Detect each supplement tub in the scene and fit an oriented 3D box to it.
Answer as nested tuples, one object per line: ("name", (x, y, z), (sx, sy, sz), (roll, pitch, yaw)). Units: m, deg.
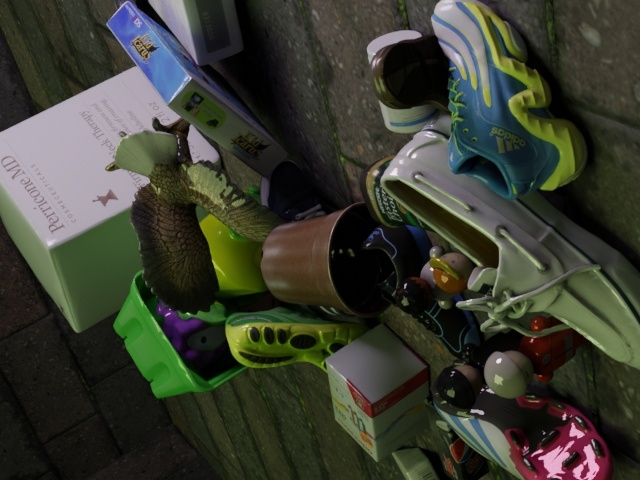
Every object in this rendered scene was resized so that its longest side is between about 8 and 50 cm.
("supplement tub", (0.100, -0.190, 1.229), (0.071, 0.071, 0.107), (32, 146, 51))

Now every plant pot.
("plant pot", (0.010, 0.032, 1.530), (0.165, 0.167, 0.167), (-4, 116, 44))

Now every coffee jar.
("coffee jar", (0.125, -0.062, 1.333), (0.184, 0.079, 0.096), (10, 127, 64))

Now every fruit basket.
("fruit basket", (-0.159, 0.087, 1.871), (0.283, 0.392, 0.392), (58, 159, 4))

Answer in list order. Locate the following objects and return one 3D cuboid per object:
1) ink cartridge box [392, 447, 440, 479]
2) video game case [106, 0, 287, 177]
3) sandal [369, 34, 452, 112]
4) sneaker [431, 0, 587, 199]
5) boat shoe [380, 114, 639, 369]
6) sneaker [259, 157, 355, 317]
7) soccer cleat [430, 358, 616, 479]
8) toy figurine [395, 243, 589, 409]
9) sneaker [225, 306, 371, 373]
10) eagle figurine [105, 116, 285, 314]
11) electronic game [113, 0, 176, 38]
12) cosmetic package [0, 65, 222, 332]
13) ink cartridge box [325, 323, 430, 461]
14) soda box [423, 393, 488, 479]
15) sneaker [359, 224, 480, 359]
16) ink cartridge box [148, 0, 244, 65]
("ink cartridge box", (0.204, 0.474, 1.944), (0.181, 0.056, 0.225), (61, 178, -5))
("video game case", (-0.198, -0.245, 1.647), (0.244, 0.061, 0.269), (36, -168, -48))
("sandal", (0.097, -0.171, 1.107), (0.060, 0.219, 0.090), (-14, 95, 30))
("sneaker", (0.166, -0.144, 1.059), (0.240, 0.126, 0.091), (54, 158, 14))
("boat shoe", (0.207, 0.033, 1.107), (0.367, 0.156, 0.136), (45, 161, 7))
("sneaker", (0.000, 0.000, 1.680), (0.153, 0.099, 0.282), (14, 126, 53))
("soccer cleat", (0.287, 0.271, 1.398), (0.331, 0.116, 0.143), (31, 164, 53))
("toy figurine", (0.200, 0.095, 1.272), (0.209, 0.148, 0.213), (59, 160, 1))
("sneaker", (-0.029, 0.161, 1.768), (0.123, 0.296, 0.109), (48, 121, 52))
("eagle figurine", (-0.200, -0.055, 1.649), (0.298, 0.225, 0.226), (64, 151, 10))
("electronic game", (-0.304, -0.364, 1.831), (0.229, 0.048, 0.229), (60, -171, -16))
("cosmetic package", (-0.447, -0.087, 2.163), (0.329, 0.394, 0.327), (48, 156, 27))
("ink cartridge box", (0.101, 0.262, 1.753), (0.128, 0.127, 0.176), (41, 154, 38))
("soda box", (0.221, 0.319, 1.660), (0.060, 0.053, 0.169), (29, 145, 53))
("sneaker", (0.140, 0.080, 1.470), (0.232, 0.090, 0.081), (60, 159, -1))
("ink cartridge box", (-0.255, -0.502, 1.641), (0.385, 0.091, 0.308), (54, 162, 45))
